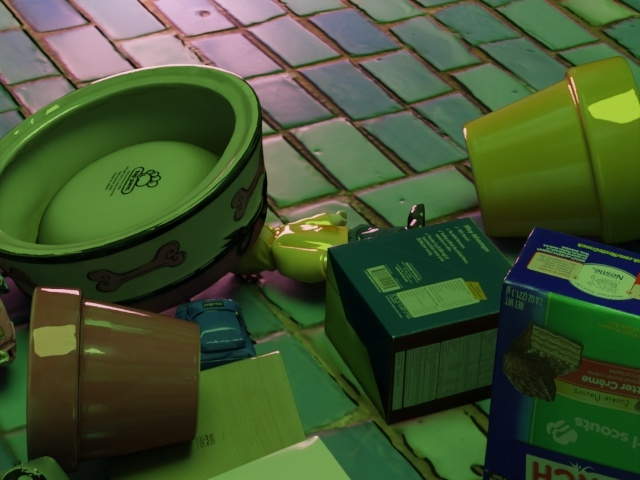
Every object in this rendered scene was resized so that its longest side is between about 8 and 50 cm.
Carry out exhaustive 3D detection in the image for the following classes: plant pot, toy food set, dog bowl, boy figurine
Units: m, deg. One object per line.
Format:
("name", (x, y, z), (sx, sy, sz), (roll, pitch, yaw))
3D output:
("plant pot", (0.329, -0.108, 2.186), (0.239, 0.254, 0.254), (-12, 34, 5))
("toy food set", (-0.121, 0.257, 1.767), (0.219, 0.092, 0.306), (-15, 35, -4))
("dog bowl", (-0.249, -0.055, 2.056), (0.407, 0.150, 0.408), (-13, 35, 10))
("boy figurine", (0.000, 0.000, 2.112), (0.285, 0.092, 0.177), (1, 24, 8))
("plant pot", (-0.224, 0.151, 1.714), (0.180, 0.201, 0.201), (1, 34, -8))

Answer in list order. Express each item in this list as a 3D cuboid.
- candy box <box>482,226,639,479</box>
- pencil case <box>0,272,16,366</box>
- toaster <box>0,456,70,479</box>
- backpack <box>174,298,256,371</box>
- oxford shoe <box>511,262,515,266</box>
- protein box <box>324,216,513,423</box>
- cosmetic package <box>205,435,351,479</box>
("candy box", (0.321, 0.174, 1.693), (0.268, 0.317, 0.122), (16, 38, 20))
("pencil case", (-0.530, 0.156, 1.814), (0.167, 0.160, 0.386), (-8, 19, 47))
("toaster", (-0.323, 0.330, 1.568), (0.168, 0.186, 0.110), (-15, 40, -37))
("backpack", (-0.129, 0.120, 1.937), (0.097, 0.101, 0.120), (0, 33, -15))
("oxford shoe", (0.397, 0.135, 1.897), (0.130, 0.169, 0.449), (-17, 34, -29))
("protein box", (0.135, 0.094, 1.956), (0.201, 0.136, 0.200), (-12, 37, -20))
("cosmetic package", (0.014, 0.361, 1.440), (0.155, 0.197, 0.365), (-21, 26, -14))
